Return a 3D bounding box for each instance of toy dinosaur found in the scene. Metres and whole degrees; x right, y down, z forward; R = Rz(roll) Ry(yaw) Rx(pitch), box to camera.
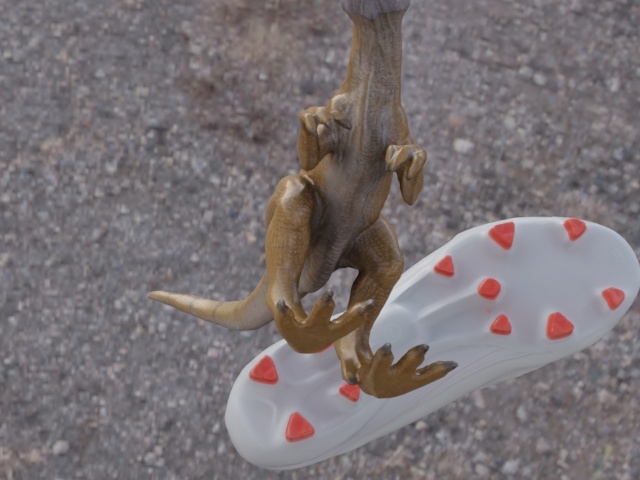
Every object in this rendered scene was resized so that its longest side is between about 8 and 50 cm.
[{"bbox_3d":[0.000,0.000,0.390,0.064,0.211,0.112,8,46,-21],"label":"toy dinosaur"}]

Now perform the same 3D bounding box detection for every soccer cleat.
[{"bbox_3d":[0.048,0.044,0.522,0.196,0.076,0.068,-22,72,-14],"label":"soccer cleat"}]
